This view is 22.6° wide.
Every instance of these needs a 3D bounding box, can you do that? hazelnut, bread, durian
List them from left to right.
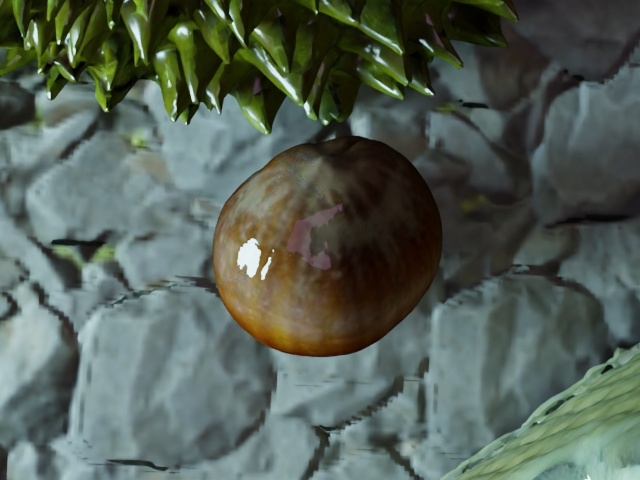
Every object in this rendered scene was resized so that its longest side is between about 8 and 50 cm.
[{"bbox_3d":[0.000,0.000,0.578,0.086,0.086,0.086,0,87,-6],"label":"hazelnut"},{"bbox_3d":[0.023,-0.189,0.599,0.198,0.163,0.394,27,78,35],"label":"durian"},{"bbox_3d":[0.125,0.072,0.566,0.232,0.172,0.064,-31,91,37],"label":"bread"}]
